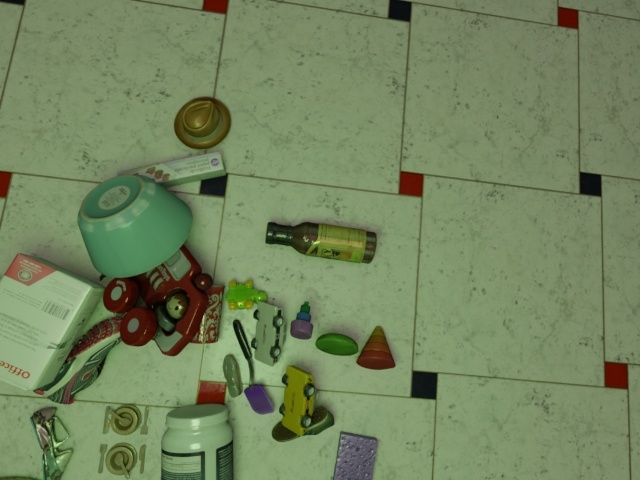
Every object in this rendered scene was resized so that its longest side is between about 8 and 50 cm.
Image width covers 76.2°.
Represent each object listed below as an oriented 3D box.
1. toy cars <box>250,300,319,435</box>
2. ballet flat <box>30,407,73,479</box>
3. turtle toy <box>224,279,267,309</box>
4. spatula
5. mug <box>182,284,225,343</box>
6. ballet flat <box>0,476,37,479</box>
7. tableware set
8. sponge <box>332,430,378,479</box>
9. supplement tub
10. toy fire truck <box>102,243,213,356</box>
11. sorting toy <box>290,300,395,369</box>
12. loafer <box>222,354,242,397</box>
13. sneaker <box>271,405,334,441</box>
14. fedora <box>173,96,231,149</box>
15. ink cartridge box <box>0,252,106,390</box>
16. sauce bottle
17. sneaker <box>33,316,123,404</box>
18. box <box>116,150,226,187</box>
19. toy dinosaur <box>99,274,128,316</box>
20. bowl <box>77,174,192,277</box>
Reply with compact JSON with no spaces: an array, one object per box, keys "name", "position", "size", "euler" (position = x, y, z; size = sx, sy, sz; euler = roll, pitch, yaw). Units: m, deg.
[{"name":"toy cars","position":[-0.098,0.363,1.210],"size":[0.176,0.087,0.393],"euler":[-39,69,33]},{"name":"ballet flat","position":[-0.748,0.580,1.147],"size":[0.079,0.077,0.221],"euler":[-14,82,-27]},{"name":"turtle toy","position":[-0.230,0.175,1.259],"size":[0.130,0.066,0.095],"euler":[-1,58,-8]},{"name":"spatula","position":[-0.218,0.384,1.242],"size":[0.084,0.030,0.296],"euler":[-26,76,30]},{"name":"mug","position":[-0.362,0.218,1.235],"size":[0.150,0.113,0.169],"euler":[-2,84,39]},{"name":"ballet flat","position":[-0.920,0.702,1.083],"size":[0.349,0.123,0.123],"euler":[7,80,-5]},{"name":"tableware set","position":[-0.573,0.577,1.175],"size":[0.128,0.039,0.194],"euler":[3,81,-5]},{"name":"sponge","position":[0.099,0.697,1.229],"size":[0.117,0.031,0.210],"euler":[11,81,-4]},{"name":"supplement tub","position":[-0.336,0.609,1.118],"size":[0.191,0.191,0.272],"euler":[-1,81,-6]},{"name":"toy fire truck","position":[-0.427,0.151,1.133],"size":[0.254,0.169,0.302],"euler":[-48,59,2]},{"name":"sorting toy","position":[0.076,0.277,1.229],"size":[0.366,0.127,0.126],"euler":[27,53,-23]},{"name":"loafer","position":[-0.265,0.410,1.239],"size":[0.045,0.039,0.125],"euler":[-18,78,25]},{"name":"sneaker","position":[-0.044,0.560,1.217],"size":[0.192,0.086,0.064],"euler":[-29,41,13]},{"name":"fedora","position":[-0.388,-0.395,1.328],"size":[0.194,0.079,0.194],"euler":[1,80,-6]},{"name":"ink cartridge box","position":[-0.736,0.204,1.052],"size":[0.207,0.117,0.283],"euler":[27,78,-5]},{"name":"sauce bottle","position":[0.000,0.000,1.292],"size":[0.345,0.111,0.111],"euler":[8,80,-3]},{"name":"sneaker","position":[-0.661,0.340,1.173],"size":[0.299,0.121,0.112],"euler":[-41,119,-2]},{"name":"box","position":[-0.469,-0.213,1.299],"size":[0.324,0.067,0.063],"euler":[-14,83,-7]},{"name":"toy dinosaur","position":[-0.593,0.092,1.241],"size":[0.118,0.064,0.268],"euler":[23,79,-17]},{"name":"bowl","position":[-0.539,-0.066,1.143],"size":[0.312,0.163,0.311],"euler":[-7,50,9]}]
